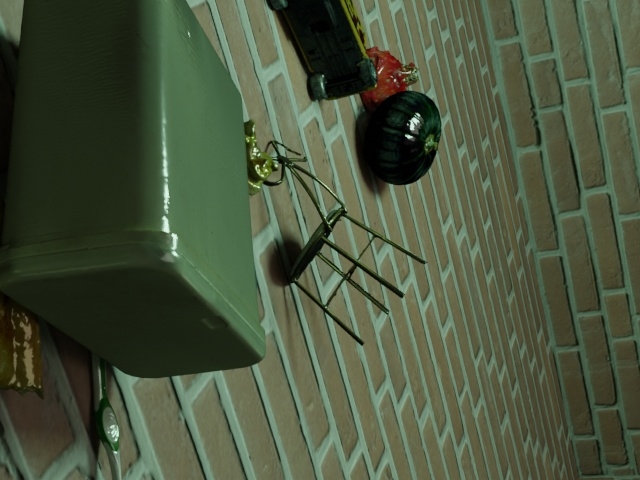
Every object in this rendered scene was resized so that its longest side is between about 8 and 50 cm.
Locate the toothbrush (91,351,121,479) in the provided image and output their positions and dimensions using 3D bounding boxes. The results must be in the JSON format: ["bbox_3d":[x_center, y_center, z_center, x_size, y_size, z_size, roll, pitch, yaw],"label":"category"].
[{"bbox_3d":[-0.239,0.198,1.145,0.030,0.030,0.304,11,72,-67],"label":"toothbrush"}]

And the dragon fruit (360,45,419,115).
[{"bbox_3d":[0.147,-0.345,2.159,0.153,0.110,0.153,42,42,-54],"label":"dragon fruit"}]

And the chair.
[{"bbox_3d":[0.000,0.000,1.662,0.325,0.170,0.160,36,33,4],"label":"chair"}]

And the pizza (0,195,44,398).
[{"bbox_3d":[-0.341,0.065,0.879,0.288,0.075,0.280,-57,134,-60],"label":"pizza"}]

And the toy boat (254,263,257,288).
[{"bbox_3d":[-0.127,0.061,1.323,0.215,0.088,0.102,89,1,-46],"label":"toy boat"}]

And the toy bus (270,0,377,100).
[{"bbox_3d":[-0.002,-0.408,1.809,0.123,0.121,0.336,-84,154,-47],"label":"toy bus"}]

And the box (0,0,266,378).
[{"bbox_3d":[-0.188,-0.065,1.084,0.352,0.177,0.344,59,23,-65],"label":"box"}]

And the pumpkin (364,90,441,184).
[{"bbox_3d":[0.175,-0.210,2.108,0.202,0.140,0.202,-37,136,-46],"label":"pumpkin"}]

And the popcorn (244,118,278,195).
[{"bbox_3d":[-0.117,-0.117,1.480,0.097,0.089,0.109,27,61,-50],"label":"popcorn"}]
